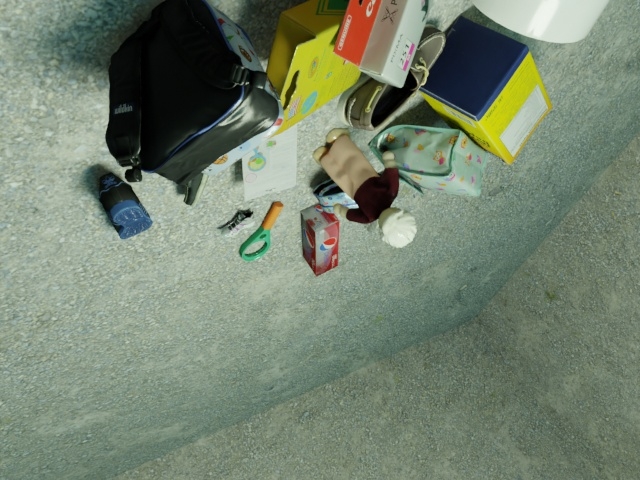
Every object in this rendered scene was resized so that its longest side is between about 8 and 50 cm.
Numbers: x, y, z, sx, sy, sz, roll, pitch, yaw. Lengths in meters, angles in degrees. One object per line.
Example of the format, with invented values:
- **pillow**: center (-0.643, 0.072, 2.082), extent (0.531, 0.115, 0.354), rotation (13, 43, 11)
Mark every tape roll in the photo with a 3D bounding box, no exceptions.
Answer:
- **tape roll**: center (0.440, -0.524, 1.166), extent (0.286, 0.286, 0.100), rotation (-18, 148, -27)

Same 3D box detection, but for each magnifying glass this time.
- **magnifying glass**: center (-0.159, -0.020, 1.611), extent (0.092, 0.026, 0.231), rotation (-9, 143, -39)

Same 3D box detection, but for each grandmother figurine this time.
- **grandmother figurine**: center (0.117, -0.126, 1.391), extent (0.104, 0.342, 0.208), rotation (-6, 142, -42)

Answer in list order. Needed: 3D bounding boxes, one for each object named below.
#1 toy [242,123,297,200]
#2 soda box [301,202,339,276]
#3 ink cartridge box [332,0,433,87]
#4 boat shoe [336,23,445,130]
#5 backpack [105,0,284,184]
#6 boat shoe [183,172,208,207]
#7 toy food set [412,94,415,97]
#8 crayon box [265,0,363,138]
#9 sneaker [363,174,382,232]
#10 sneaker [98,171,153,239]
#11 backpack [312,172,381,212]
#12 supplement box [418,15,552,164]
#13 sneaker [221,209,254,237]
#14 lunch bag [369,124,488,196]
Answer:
- **toy**: center (-0.123, -0.207, 1.314), extent (0.137, 0.056, 0.237), rotation (-19, 144, -20)
- **soda box**: center (0.000, 0.000, 1.741), extent (0.083, 0.092, 0.263), rotation (-27, 152, -15)
- **ink cartridge box**: center (0.137, -0.438, 1.045), extent (0.239, 0.060, 0.275), rotation (-9, 120, -65)
- **boat shoe**: center (0.178, -0.359, 1.275), extent (0.324, 0.097, 0.116), rotation (-43, 141, -17)
- **backpack**: center (-0.201, -0.250, 0.935), extent (0.276, 0.263, 0.213), rotation (-29, 163, 17)
- **boat shoe**: center (-0.272, -0.159, 1.233), extent (0.079, 0.084, 0.233), rotation (17, 143, -9)
- **toy food set**: center (0.186, -0.362, 1.416), extent (0.192, 0.038, 0.132), rotation (-29, 153, -9)
- **crayon box**: center (-0.007, -0.341, 1.066), extent (0.318, 0.081, 0.202), rotation (-44, 166, -43)
- **sneaker**: center (0.185, -0.113, 1.776), extent (0.095, 0.090, 0.235), rotation (-30, 156, -28)
- **sneaker**: center (-0.411, -0.071, 1.210), extent (0.081, 0.090, 0.232), rotation (-26, 173, -18)
- **backpack**: center (0.074, -0.118, 1.558), extent (0.173, 0.158, 0.117), rotation (-19, 110, -16)
- **supplement box**: center (0.420, -0.365, 1.456), extent (0.194, 0.195, 0.356), rotation (-55, 149, 8)
- **sneaker**: center (-0.215, -0.051, 1.491), extent (0.098, 0.038, 0.069), rotation (-31, 153, -26)
- **lunch bag**: center (0.286, -0.214, 1.565), extent (0.223, 0.262, 0.160), rotation (17, 85, -55)
